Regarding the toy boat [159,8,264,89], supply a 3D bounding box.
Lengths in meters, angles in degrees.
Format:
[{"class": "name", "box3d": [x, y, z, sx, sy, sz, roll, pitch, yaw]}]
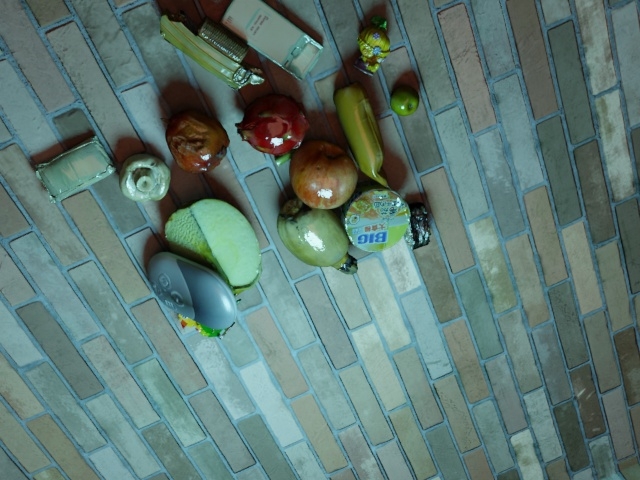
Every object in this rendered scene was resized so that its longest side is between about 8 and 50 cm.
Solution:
[{"class": "toy boat", "box3d": [-0.282, -0.516, 1.744, 0.310, 0.089, 0.115, 34, 114, -23]}]

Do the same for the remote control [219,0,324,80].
[{"class": "remote control", "box3d": [-0.128, -0.560, 1.790, 0.285, 0.038, 0.123, 29, 107, -24]}]

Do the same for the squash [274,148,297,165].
[{"class": "squash", "box3d": [-0.095, -0.252, 1.938, 0.083, 0.027, 0.027, -32, 116, 3]}]

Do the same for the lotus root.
[{"class": "lotus root", "box3d": [0.000, 0.000, 1.989, 0.183, 0.183, 0.310, -40, 119, 8]}]

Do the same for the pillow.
[{"class": "pillow", "box3d": [-0.685, -0.196, 1.827, 0.208, 0.053, 0.119, -26, 113, 1]}]

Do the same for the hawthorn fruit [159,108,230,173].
[{"class": "hawthorn fruit", "box3d": [-0.339, -0.274, 1.807, 0.174, 0.173, 0.179, -21, 117, -1]}]

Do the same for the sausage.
[{"class": "sausage", "box3d": [0.126, -0.293, 1.881, 0.112, 0.112, 0.328, -21, 100, -2]}]

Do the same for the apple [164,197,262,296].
[{"class": "apple", "box3d": [-0.317, 0.014, 1.929, 0.254, 0.179, 0.346, -27, 119, -1]}]

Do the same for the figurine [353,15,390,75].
[{"class": "figurine", "box3d": [0.153, -0.537, 1.814, 0.095, 0.115, 0.156, 16, 108, -29]}]

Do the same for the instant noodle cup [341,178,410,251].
[{"class": "instant noodle cup", "box3d": [0.159, -0.089, 1.997, 0.205, 0.153, 0.205, -4, 115, -8]}]

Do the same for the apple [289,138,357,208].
[{"class": "apple", "box3d": [0.009, -0.195, 1.888, 0.210, 0.209, 0.164, 5, 131, -14]}]

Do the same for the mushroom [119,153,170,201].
[{"class": "mushroom", "box3d": [-0.494, -0.175, 1.845, 0.148, 0.112, 0.148, -7, 113, -18]}]

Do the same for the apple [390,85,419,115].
[{"class": "apple", "box3d": [0.248, -0.406, 1.914, 0.090, 0.074, 0.089, -18, 132, -20]}]

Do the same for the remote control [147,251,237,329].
[{"class": "remote control", "box3d": [-0.381, 0.148, 1.936, 0.332, 0.103, 0.221, 18, 133, 27]}]

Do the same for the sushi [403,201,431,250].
[{"class": "sushi", "box3d": [0.298, -0.046, 2.080, 0.078, 0.090, 0.150, -15, 115, -9]}]

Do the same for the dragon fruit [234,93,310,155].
[{"class": "dragon fruit", "box3d": [-0.126, -0.320, 1.825, 0.210, 0.172, 0.172, -21, 117, -11]}]

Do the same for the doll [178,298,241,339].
[{"class": "doll", "box3d": [-0.354, 0.235, 2.064, 0.186, 0.106, 0.134, 10, 97, 3]}]
